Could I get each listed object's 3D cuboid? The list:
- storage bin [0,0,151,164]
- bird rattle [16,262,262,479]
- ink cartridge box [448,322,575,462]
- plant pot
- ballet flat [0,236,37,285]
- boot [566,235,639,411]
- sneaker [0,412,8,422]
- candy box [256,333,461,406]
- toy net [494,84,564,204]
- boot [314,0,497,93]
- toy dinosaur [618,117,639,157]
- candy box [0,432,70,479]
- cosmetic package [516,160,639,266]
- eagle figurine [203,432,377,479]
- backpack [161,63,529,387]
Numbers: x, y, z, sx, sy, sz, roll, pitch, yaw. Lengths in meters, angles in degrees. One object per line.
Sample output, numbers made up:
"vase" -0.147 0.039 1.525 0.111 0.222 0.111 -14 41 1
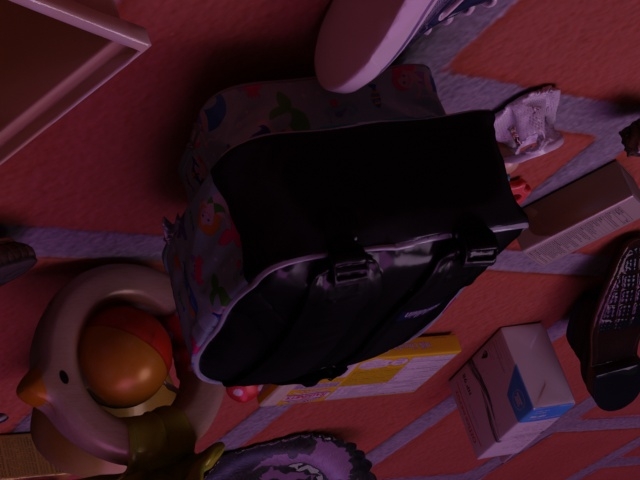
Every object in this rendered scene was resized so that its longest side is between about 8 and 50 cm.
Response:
"storage bin" -0.275 -0.107 0.689 0.260 0.123 0.262 -33 152 27
"bird rattle" -0.128 0.102 1.154 0.207 0.254 0.143 36 155 -19
"ink cartridge box" 0.210 0.183 1.652 0.060 0.104 0.180 -6 152 -27
"plant pot" -0.185 0.128 1.253 0.134 0.134 0.095 -8 129 -23
"ballet flat" -0.329 0.031 1.025 0.249 0.058 0.084 -16 167 -16
"boot" 0.305 0.069 1.541 0.082 0.106 0.219 -7 125 -16
"sneaker" -0.306 0.118 1.099 0.153 0.099 0.282 -15 170 -2
"candy box" 0.042 0.138 1.532 0.205 0.027 0.105 -1 152 -33
"toy net" 0.153 -0.046 1.213 0.122 0.045 0.232 -3 151 -30
"boot" 0.075 -0.154 0.903 0.086 0.069 0.190 6 145 -33
"toy dinosaur" 0.361 -0.101 1.238 0.268 0.064 0.118 5 153 -45
"candy box" -0.356 0.239 1.426 0.186 0.053 0.109 2 149 -36
"cosmetic package" 0.239 -0.024 1.324 0.115 0.041 0.060 -28 153 18
"eagle figurine" -0.104 0.347 1.725 0.226 0.225 0.298 12 -150 32
"backpack" 0.000 0.000 1.022 0.225 0.191 0.253 -10 153 -22
